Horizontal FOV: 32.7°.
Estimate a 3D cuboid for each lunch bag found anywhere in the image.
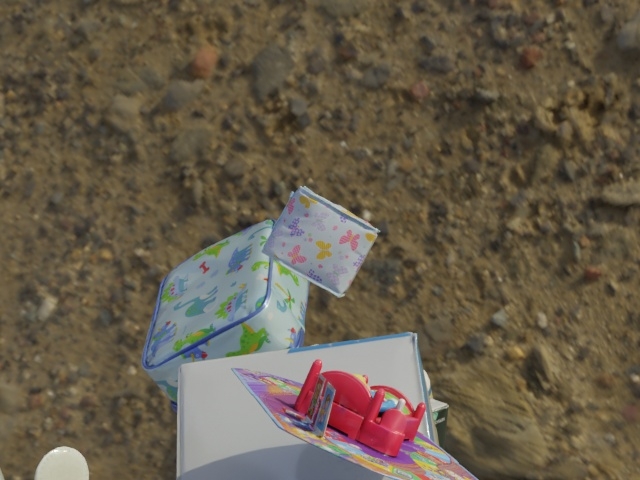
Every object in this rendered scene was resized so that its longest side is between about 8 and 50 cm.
[{"bbox_3d":[0.000,0.000,0.949,0.083,0.053,0.071,28,92,4],"label":"lunch bag"},{"bbox_3d":[-0.102,0.079,1.183,0.176,0.090,0.219,-28,25,14],"label":"lunch bag"}]

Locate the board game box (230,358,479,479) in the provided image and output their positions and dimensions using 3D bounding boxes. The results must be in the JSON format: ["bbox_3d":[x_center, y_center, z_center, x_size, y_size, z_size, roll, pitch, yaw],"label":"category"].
[{"bbox_3d":[0.027,0.092,0.608,0.033,0.133,0.169,-68,19,2],"label":"board game box"}]

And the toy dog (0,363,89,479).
[{"bbox_3d":[-0.216,0.196,0.777,0.161,0.333,0.220,-40,52,1],"label":"toy dog"}]

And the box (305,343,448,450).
[{"bbox_3d":[0.047,0.318,1.381,0.232,0.058,0.321,20,115,44],"label":"box"}]

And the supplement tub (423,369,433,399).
[{"bbox_3d":[0.114,0.304,1.705,0.144,0.199,0.144,-11,18,3],"label":"supplement tub"}]

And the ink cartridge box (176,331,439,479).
[{"bbox_3d":[0.008,0.201,0.798,0.171,0.232,0.168,-10,57,7],"label":"ink cartridge box"}]
